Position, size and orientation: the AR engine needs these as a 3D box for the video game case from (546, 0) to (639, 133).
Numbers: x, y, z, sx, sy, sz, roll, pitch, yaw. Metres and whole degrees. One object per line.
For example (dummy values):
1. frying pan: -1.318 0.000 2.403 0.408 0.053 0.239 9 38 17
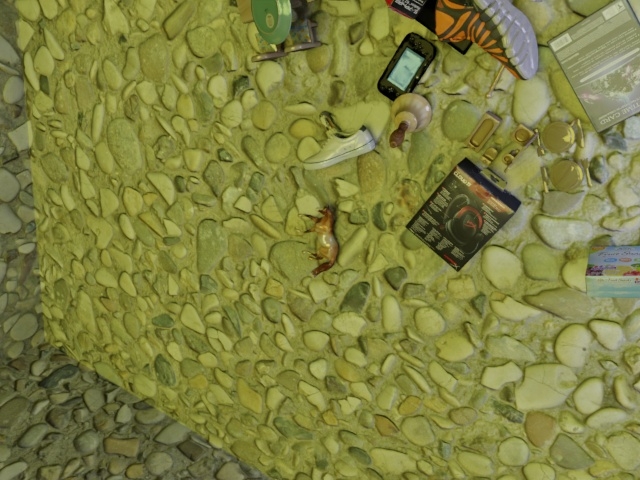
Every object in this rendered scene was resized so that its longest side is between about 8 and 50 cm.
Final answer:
1. video game case: 0.728 -0.436 1.385 0.196 0.026 0.274 -28 95 35

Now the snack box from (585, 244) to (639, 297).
1. snack box: 0.798 0.078 1.447 0.174 0.207 0.070 -3 109 30

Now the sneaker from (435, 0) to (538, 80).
1. sneaker: 0.422 -0.538 1.429 0.321 0.124 0.180 48 153 -21

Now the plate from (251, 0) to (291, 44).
1. plate: -0.148 -0.652 1.561 0.188 0.024 0.188 29 130 40

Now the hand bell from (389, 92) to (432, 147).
1. hand bell: 0.235 -0.319 1.574 0.126 0.242 0.126 12 127 16

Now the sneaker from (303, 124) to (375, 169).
1. sneaker: 0.050 -0.305 1.794 0.258 0.094 0.091 -17 109 23

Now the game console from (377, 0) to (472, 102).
1. game console: 0.300 -0.551 1.574 0.213 0.044 0.361 40 125 10

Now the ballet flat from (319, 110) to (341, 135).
1. ballet flat: 0.031 -0.371 1.808 0.041 0.041 0.114 -34 92 36

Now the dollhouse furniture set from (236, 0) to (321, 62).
1. dollhouse furniture set: -0.105 -0.740 1.599 0.394 0.256 0.362 -3 108 31

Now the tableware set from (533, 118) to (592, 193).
1. tableware set: 0.665 -0.230 1.501 0.128 0.039 0.194 -6 101 44

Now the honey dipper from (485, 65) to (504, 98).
1. honey dipper: 0.494 -0.462 1.508 0.030 0.030 0.160 31 124 16

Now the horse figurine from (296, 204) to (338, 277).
1. horse figurine: 0.000 0.000 1.967 0.174 0.066 0.263 -2 107 37

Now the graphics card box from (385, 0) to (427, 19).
1. graphics card box: 0.281 -0.777 1.383 0.094 0.232 0.371 16 130 -28

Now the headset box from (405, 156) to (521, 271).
1. headset box: 0.433 -0.086 1.650 0.218 0.110 0.293 41 125 9

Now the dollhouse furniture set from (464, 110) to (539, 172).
1. dollhouse furniture set: 0.482 -0.266 1.525 0.151 0.123 0.144 39 133 11
